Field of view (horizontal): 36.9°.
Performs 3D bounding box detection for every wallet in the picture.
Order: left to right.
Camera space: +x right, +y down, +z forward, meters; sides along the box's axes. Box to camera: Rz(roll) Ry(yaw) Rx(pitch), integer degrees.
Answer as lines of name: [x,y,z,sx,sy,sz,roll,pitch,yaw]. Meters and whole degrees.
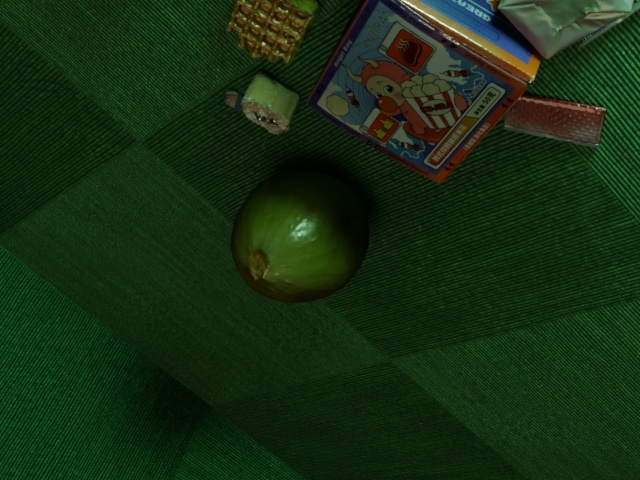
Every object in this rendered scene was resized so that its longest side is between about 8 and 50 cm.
wallet: [0.468,-0.244,1.929,0.196,0.020,0.103,13,144,18]

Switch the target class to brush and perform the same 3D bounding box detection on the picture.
brush: [-0.152,-0.306,2.245,0.164,0.014,0.051,25,146,0]
brush: [0.522,-0.397,1.688,0.030,0.033,0.178,49,141,-8]

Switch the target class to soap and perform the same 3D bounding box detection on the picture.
soap: [0.412,-0.434,1.564,0.138,0.199,0.182,37,145,-20]

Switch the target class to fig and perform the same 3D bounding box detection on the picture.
fig: [-0.060,-0.006,2.290,0.343,0.343,0.343,17,144,13]

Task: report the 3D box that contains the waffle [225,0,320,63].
waffle: [-0.105,-0.449,1.993,0.160,0.055,0.211,29,144,-3]

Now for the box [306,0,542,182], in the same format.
box: [0.201,-0.344,1.764,0.318,0.257,0.348,31,145,-6]

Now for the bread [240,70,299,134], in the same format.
bread: [-0.115,-0.304,2.145,0.125,0.106,0.082,31,139,-13]
